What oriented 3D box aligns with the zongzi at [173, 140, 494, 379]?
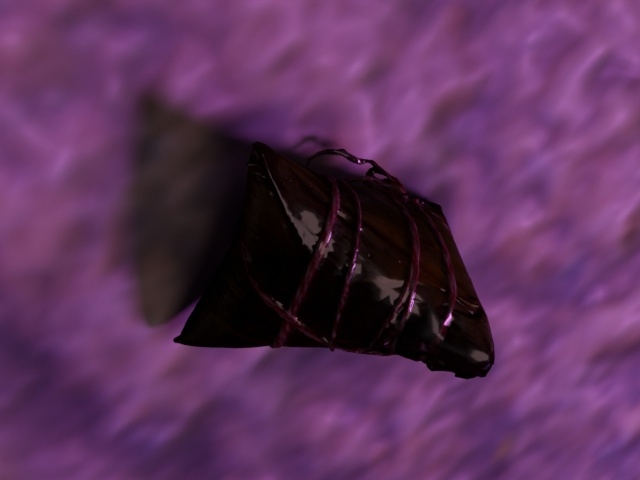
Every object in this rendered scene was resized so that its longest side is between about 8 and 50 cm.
[{"bbox_3d":[0.000,0.000,0.518,0.083,0.067,0.073,-7,136,-4],"label":"zongzi"}]
